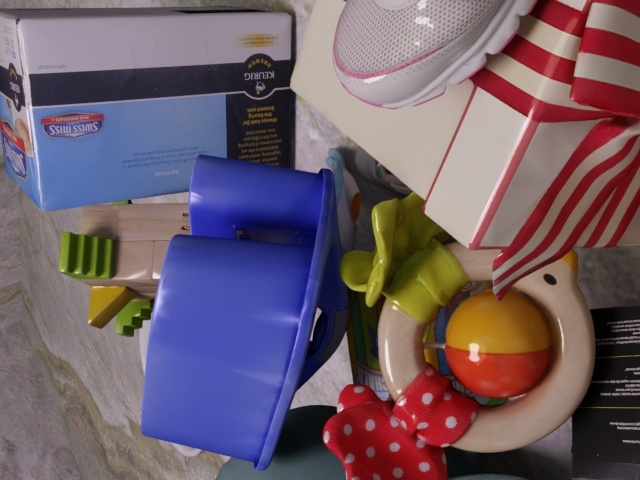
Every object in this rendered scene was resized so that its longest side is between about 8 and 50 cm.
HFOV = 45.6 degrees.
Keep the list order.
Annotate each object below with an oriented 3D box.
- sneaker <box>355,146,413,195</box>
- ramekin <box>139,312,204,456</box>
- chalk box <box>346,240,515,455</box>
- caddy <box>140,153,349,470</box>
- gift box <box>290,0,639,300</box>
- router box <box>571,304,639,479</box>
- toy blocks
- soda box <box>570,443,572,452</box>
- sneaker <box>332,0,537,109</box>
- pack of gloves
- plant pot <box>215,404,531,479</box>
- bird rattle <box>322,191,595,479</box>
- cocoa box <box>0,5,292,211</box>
[{"bbox_3d":[0.085,-0.079,0.786,0.212,0.094,0.080,16,115,56],"label":"sneaker"},{"bbox_3d":[-0.198,0.215,1.303,0.277,0.135,0.277,25,120,52],"label":"ramekin"},{"bbox_3d":[0.114,0.113,0.768,0.132,0.132,0.212,2,101,58],"label":"chalk box"},{"bbox_3d":[-0.063,0.076,0.759,0.341,0.179,0.241,107,172,-45],"label":"caddy"},{"bbox_3d":[0.160,-0.120,0.509,0.258,0.255,0.276,46,131,44],"label":"gift box"},{"bbox_3d":[0.266,0.110,0.543,0.179,0.046,0.133,-14,66,51],"label":"router box"},{"bbox_3d":[-0.153,0.034,1.054,0.381,0.261,0.190,68,-158,-76],"label":"toy blocks"},{"bbox_3d":[0.283,0.182,0.597,0.169,0.053,0.060,32,126,51],"label":"soda box"},{"bbox_3d":[0.056,-0.181,0.347,0.103,0.111,0.252,51,126,43],"label":"sneaker"},{"bbox_3d":[0.000,0.000,0.906,0.232,0.046,0.194,-105,21,-69],"label":"pack of gloves"},{"bbox_3d":[0.046,0.343,0.800,0.334,0.341,0.340,17,114,64],"label":"plant pot"},{"bbox_3d":[0.103,0.087,0.580,0.143,0.207,0.253,55,-146,-76],"label":"bird rattle"},{"bbox_3d":[-0.239,-0.192,1.025,0.231,0.347,0.227,29,124,53],"label":"cocoa box"}]
